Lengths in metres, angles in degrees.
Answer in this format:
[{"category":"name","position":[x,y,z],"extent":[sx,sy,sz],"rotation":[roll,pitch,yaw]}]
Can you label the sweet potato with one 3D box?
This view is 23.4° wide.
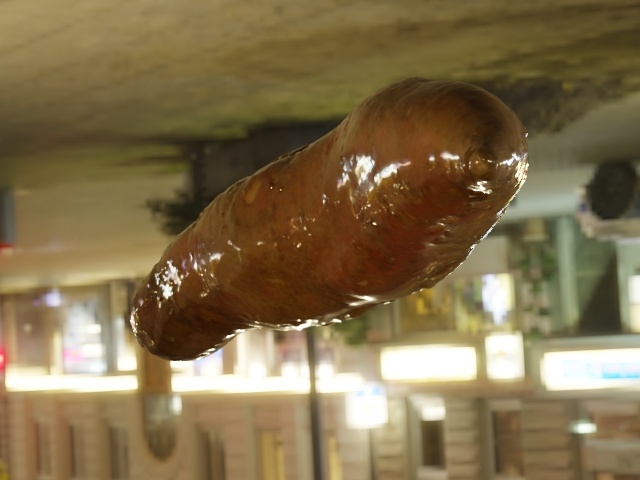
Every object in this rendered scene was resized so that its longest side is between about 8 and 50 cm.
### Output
[{"category":"sweet potato","position":[0.012,-0.008,0.769],"extent":[0.106,0.095,0.354],"rotation":[-36,-175,-34]}]
